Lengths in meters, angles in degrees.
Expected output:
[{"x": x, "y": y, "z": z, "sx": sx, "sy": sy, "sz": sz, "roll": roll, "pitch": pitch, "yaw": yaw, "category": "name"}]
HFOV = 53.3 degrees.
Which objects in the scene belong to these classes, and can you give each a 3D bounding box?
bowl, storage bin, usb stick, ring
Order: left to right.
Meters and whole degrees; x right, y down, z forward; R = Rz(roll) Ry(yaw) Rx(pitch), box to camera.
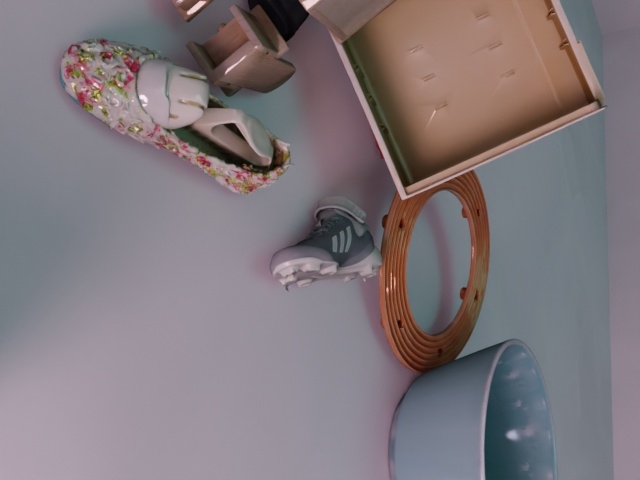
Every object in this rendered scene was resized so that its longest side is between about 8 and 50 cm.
[{"x": -0.014, "y": -0.341, "z": 0.796, "sx": 0.077, "sy": 0.045, "sz": 0.278, "roll": 59, "pitch": 40, "yaw": -32, "category": "usb stick"}, {"x": 0.175, "y": 0.033, "z": 0.967, "sx": 0.336, "sy": 0.032, "sz": 0.337, "roll": -10, "pitch": 103, "yaw": -51, "category": "ring"}, {"x": 0.169, "y": -0.223, "z": 0.767, "sx": 0.262, "sy": 0.260, "sz": 0.123, "roll": 66, "pitch": 12, "yaw": 0, "category": "storage bin"}, {"x": 0.205, "y": 0.296, "z": 0.883, "sx": 0.311, "sy": 0.163, "sz": 0.312, "roll": 19, "pitch": 67, "yaw": -54, "category": "bowl"}]

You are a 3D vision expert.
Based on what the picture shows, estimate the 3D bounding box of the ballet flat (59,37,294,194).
[{"x": -0.110, "y": -0.113, "z": 0.574, "sx": 0.241, "sy": 0.077, "sz": 0.091, "roll": 25, "pitch": 64, "yaw": -51, "category": "ballet flat"}]

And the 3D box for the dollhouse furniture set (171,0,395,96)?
[{"x": -0.066, "y": -0.373, "z": 0.627, "sx": 0.356, "sy": 0.303, "sz": 0.174, "roll": 55, "pitch": 15, "yaw": 2, "category": "dollhouse furniture set"}]

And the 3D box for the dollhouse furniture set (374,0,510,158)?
[{"x": 0.169, "y": -0.319, "z": 0.930, "sx": 0.152, "sy": 0.201, "sz": 0.374, "roll": -16, "pitch": 95, "yaw": -56, "category": "dollhouse furniture set"}]

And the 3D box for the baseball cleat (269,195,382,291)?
[{"x": 0.000, "y": 0.000, "z": 0.740, "sx": 0.206, "sy": 0.072, "sz": 0.110, "roll": 7, "pitch": 64, "yaw": -60, "category": "baseball cleat"}]
